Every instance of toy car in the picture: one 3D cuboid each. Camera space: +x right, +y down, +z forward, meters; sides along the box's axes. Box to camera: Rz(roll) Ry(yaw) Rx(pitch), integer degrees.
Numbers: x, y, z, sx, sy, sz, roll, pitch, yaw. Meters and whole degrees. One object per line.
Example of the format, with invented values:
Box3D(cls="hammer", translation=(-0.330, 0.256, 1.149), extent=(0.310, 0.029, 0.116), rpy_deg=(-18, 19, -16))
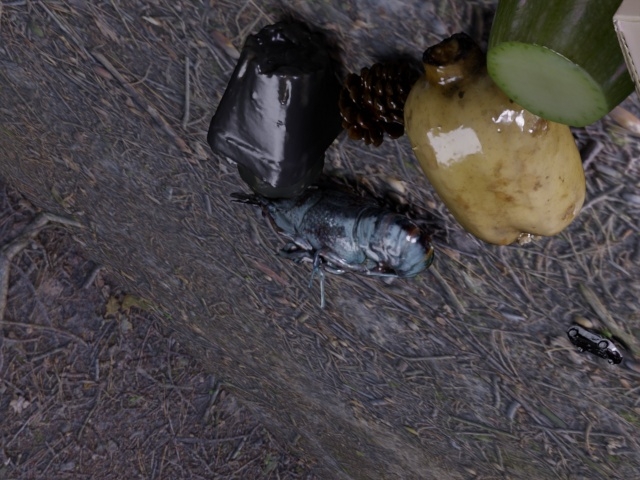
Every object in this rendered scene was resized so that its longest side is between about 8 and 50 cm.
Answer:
Box3D(cls="toy car", translation=(0.385, 0.145, 1.654), extent=(0.093, 0.025, 0.041), rpy_deg=(23, 158, 44))

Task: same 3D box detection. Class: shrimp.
Box3D(cls="shrimp", translation=(0.002, 0.000, 1.776), extent=(0.372, 0.172, 0.137), rpy_deg=(8, 151, 42))

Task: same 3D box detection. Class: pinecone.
Box3D(cls="pinecone", translation=(0.071, -0.166, 1.392), extent=(0.102, 0.102, 0.109), rpy_deg=(39, 142, -3))

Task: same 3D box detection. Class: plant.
Box3D(cls="plant", translation=(-0.054, -0.161, 1.532), extent=(0.142, 0.164, 0.256), rpy_deg=(27, 143, 17))

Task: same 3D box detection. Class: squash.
Box3D(cls="squash", translation=(0.226, -0.183, 1.063), extent=(0.170, 0.123, 0.170), rpy_deg=(28, 161, 10))

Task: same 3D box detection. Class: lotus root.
Box3D(cls="lotus root", translation=(0.185, -0.102, 1.264), extent=(0.284, 0.160, 0.146), rpy_deg=(58, -169, -35))

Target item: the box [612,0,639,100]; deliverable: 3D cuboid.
Box3D(cls="box", translation=(0.321, -0.146, 0.894), extent=(0.095, 0.168, 0.212), rpy_deg=(14, 150, 41))
